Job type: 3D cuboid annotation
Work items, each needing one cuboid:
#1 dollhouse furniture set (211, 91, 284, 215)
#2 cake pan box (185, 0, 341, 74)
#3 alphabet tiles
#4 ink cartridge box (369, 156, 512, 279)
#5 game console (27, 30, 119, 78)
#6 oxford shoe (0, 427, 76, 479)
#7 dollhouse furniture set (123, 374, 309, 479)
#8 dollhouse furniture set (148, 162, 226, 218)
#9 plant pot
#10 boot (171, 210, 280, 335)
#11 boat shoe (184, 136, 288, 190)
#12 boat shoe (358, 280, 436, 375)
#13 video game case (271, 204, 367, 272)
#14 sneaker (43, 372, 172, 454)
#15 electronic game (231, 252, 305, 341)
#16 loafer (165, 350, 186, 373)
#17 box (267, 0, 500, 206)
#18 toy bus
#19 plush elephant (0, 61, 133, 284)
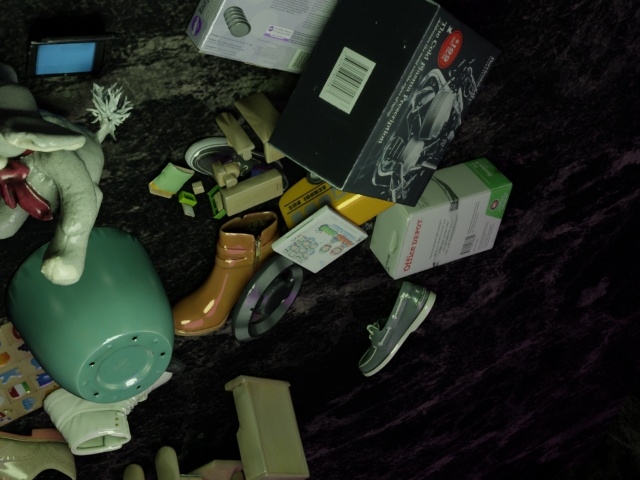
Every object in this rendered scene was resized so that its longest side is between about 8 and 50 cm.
[{"bbox_3d":[-0.140,-0.160,1.735,0.144,0.123,0.151,-24,142,-17],"label":"dollhouse furniture set"},{"bbox_3d":[-0.059,-0.409,1.577,0.267,0.070,0.245,3,130,-41],"label":"cake pan box"},{"bbox_3d":[-0.652,0.281,1.897,0.342,0.011,0.285,-25,142,-15],"label":"alphabet tiles"},{"bbox_3d":[0.276,-0.053,2.183,0.289,0.121,0.211,-16,139,-25],"label":"ink cartridge box"},{"bbox_3d":[-0.381,-0.285,1.452,0.122,0.107,0.071,-11,108,-31],"label":"game console"},{"bbox_3d":[-0.673,0.482,1.984,0.348,0.130,0.123,0,137,-41],"label":"oxford shoe"},{"bbox_3d":[-0.247,0.540,2.389,0.394,0.256,0.362,-32,149,32],"label":"dollhouse furniture set"},{"bbox_3d":[-0.244,-0.086,1.770,0.076,0.058,0.152,-38,146,29],"label":"dollhouse furniture set"},{"bbox_3d":[-0.408,0.161,1.764,0.293,0.235,0.293,-23,140,-21],"label":"plant pot"},{"bbox_3d":[-0.197,0.067,1.942,0.283,0.109,0.220,-21,143,-23],"label":"boot"},{"bbox_3d":[-0.151,-0.133,1.793,0.228,0.076,0.080,15,120,-47],"label":"boat shoe"},{"bbox_3d":[0.177,0.227,2.459,0.099,0.116,0.319,32,122,-6],"label":"boat shoe"},{"bbox_3d":[0.000,0.000,1.907,0.143,0.019,0.157,-36,145,17],"label":"video game case"},{"bbox_3d":[-0.425,0.364,2.031,0.292,0.169,0.108,-20,142,-29],"label":"sneaker"},{"bbox_3d":[-0.107,0.115,1.981,0.229,0.048,0.229,-46,156,-27],"label":"electronic game"},{"bbox_3d":[-0.382,0.249,2.018,0.223,0.076,0.078,29,96,-45],"label":"loafer"},{"bbox_3d":[0.122,-0.259,1.679,0.312,0.179,0.343,5,116,-61],"label":"box"},{"bbox_3d":[0.081,-0.118,1.932,0.333,0.130,0.108,-31,145,10],"label":"toy bus"},{"bbox_3d":[-0.455,-0.129,1.404,0.255,0.272,0.330,25,98,-52],"label":"plush elephant"}]
